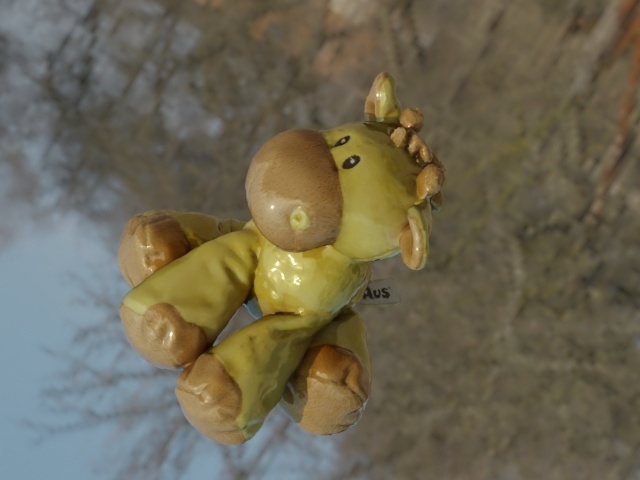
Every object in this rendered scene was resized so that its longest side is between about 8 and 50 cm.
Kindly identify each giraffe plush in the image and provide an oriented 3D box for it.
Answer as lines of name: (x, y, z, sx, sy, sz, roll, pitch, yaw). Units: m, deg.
giraffe plush: (0.000, 0.000, 1.125, 0.210, 0.170, 0.181, -21, -114, -39)
